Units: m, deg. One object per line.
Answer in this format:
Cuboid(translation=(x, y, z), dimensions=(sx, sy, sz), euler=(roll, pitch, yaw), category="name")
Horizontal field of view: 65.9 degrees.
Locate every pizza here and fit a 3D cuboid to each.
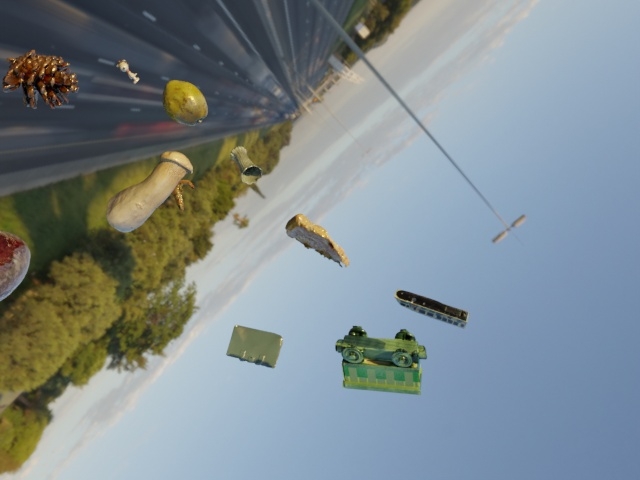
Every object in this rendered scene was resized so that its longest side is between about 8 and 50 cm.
Cuboid(translation=(0.000, 0.000, 1.913), dimensions=(0.071, 0.297, 0.189), euler=(-53, 178, -26), category="pizza")

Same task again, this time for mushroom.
Cuboid(translation=(-0.374, -0.109, 1.082), dimensions=(0.223, 0.081, 0.092), euler=(-39, -146, 13), category="mushroom")

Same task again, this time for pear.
Cuboid(translation=(-0.365, -0.367, 1.326), dimensions=(0.107, 0.131, 0.107), euler=(-38, -179, 0), category="pear")

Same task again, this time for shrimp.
Cuboid(translation=(-0.467, -0.159, 1.691), dimensions=(0.083, 0.114, 0.023), euler=(-20, 163, 8), category="shrimp")

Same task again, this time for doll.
Cuboid(translation=(-0.687, -0.606, 1.767), dimensions=(0.040, 0.085, 0.058), euler=(-40, -129, 5), category="doll")

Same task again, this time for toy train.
Cuboid(translation=(0.200, 0.394, 1.617), dimensions=(0.300, 0.202, 0.120), euler=(0, -151, 17), category="toy train")
Cuboid(translation=(0.304, 0.186, 1.367), dimensions=(0.043, 0.207, 0.047), euler=(-56, 159, -48), category="toy train")

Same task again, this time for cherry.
Cuboid(translation=(-1.071, 0.086, 1.579), dimensions=(0.296, 0.218, 0.255), euler=(-42, -156, 33), category="cherry")

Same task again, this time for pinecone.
Cuboid(translation=(-0.805, -0.463, 1.425), dimensions=(0.179, 0.195, 0.150), euler=(-100, -166, -49), category="pinecone")

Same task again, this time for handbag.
Cuboid(translation=(-0.280, 0.455, 2.114), dimensions=(0.057, 0.221, 0.144), euler=(95, 9, -65), category="handbag")

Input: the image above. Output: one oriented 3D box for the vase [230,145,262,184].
Cuboid(translation=(-0.271, -0.273, 1.755), dimensions=(0.081, 0.081, 0.149), euler=(-43, -128, 10), category="vase")
